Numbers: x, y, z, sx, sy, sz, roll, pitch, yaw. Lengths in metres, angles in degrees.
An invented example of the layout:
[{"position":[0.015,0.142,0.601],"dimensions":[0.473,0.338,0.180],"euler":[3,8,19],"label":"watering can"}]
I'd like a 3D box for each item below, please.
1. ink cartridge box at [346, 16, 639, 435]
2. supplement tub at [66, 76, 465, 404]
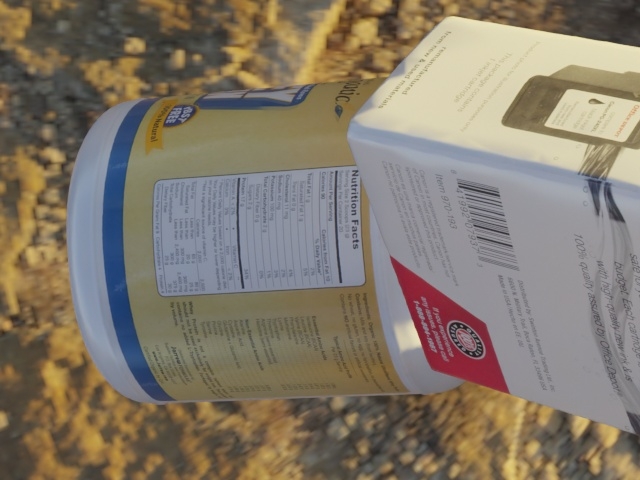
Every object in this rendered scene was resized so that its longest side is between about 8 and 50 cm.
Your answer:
[{"position":[0.096,0.002,0.549],"dimensions":[0.150,0.063,0.109],"euler":[15,140,36],"label":"ink cartridge box"},{"position":[0.000,0.000,0.833],"dimensions":[0.199,0.144,0.144],"euler":[-4,94,16],"label":"supplement tub"}]
